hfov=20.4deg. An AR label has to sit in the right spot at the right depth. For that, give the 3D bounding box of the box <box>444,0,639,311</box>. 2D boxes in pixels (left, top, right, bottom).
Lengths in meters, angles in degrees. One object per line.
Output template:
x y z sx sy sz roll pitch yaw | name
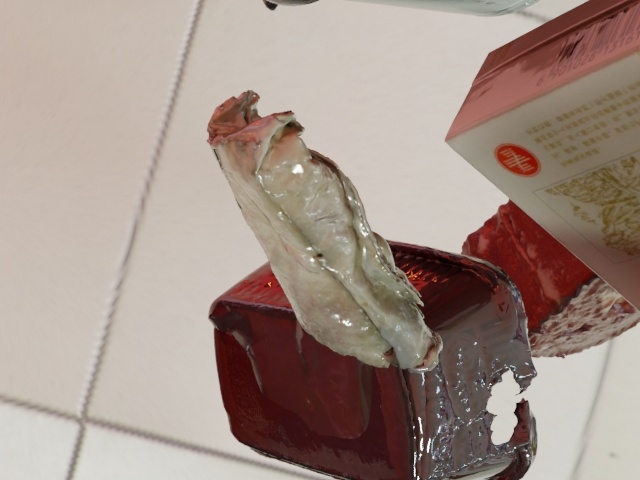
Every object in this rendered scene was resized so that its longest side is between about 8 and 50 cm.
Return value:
0.164 -0.046 0.725 0.141 0.201 0.058 39 59 -17 | box

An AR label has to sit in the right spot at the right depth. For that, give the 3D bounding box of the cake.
0.287 0.002 1.857 0.177 0.283 0.151 -3 53 -45 | cake

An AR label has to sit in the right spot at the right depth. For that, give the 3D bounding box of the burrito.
0.000 0.000 0.750 0.041 0.055 0.149 -54 130 -29 | burrito

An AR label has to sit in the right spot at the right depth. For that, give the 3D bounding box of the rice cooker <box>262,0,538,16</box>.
0.043 -0.255 1.069 0.227 0.280 0.241 1 50 -35 | rice cooker

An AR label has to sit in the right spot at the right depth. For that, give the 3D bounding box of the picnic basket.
0.029 0.113 1.494 0.129 0.297 0.222 -23 112 -39 | picnic basket
